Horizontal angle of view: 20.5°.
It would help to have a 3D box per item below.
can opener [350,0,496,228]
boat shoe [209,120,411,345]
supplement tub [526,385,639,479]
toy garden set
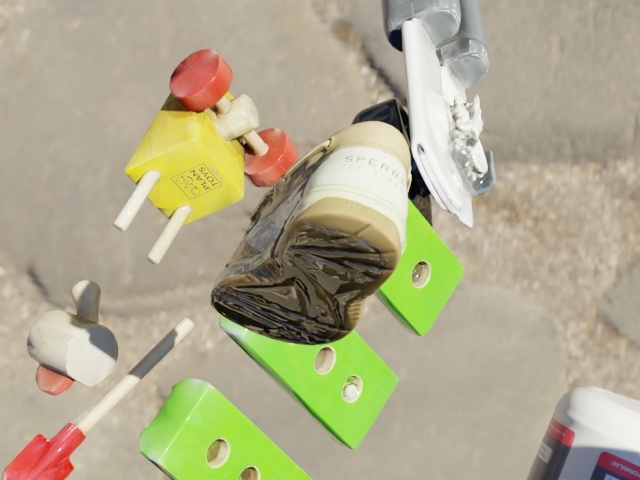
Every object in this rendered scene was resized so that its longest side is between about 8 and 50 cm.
[{"bbox_3d":[0.050,-0.115,1.008,0.093,0.280,0.074,-17,136,20],"label":"can opener"},{"bbox_3d":[0.000,0.000,0.600,0.050,0.045,0.135,25,156,-13],"label":"boat shoe"},{"bbox_3d":[0.226,0.265,1.343,0.191,0.191,0.272,21,93,-3],"label":"supplement tub"},{"bbox_3d":[-0.056,0.052,0.810,0.049,0.244,0.204,17,157,44],"label":"toy garden set"}]
